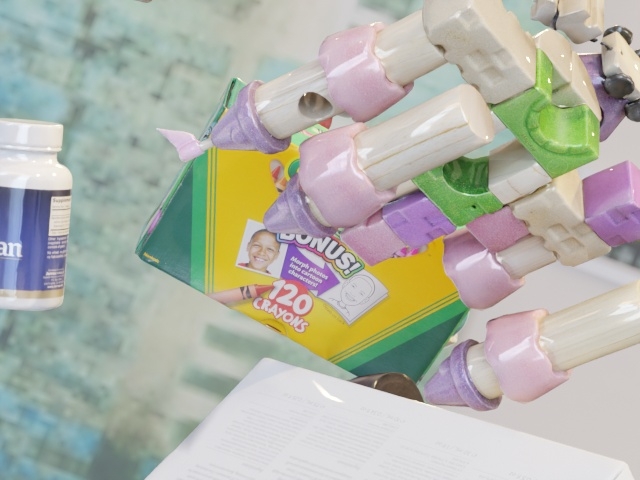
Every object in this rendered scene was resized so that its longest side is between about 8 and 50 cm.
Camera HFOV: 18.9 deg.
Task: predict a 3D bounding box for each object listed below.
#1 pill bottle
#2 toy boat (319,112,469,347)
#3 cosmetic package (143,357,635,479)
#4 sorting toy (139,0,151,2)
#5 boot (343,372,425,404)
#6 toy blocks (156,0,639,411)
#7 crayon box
[{"bbox_3d":[-0.277,-0.025,1.764,0.094,0.169,0.094,5,5,0],"label":"pill bottle"},{"bbox_3d":[0.066,-0.034,2.006,0.318,0.148,0.267,56,9,-7],"label":"toy boat"},{"bbox_3d":[0.002,0.236,1.305,0.377,0.284,0.097,12,-43,50],"label":"cosmetic package"},{"bbox_3d":[-0.311,-0.352,1.912,0.307,0.229,0.041,10,39,4],"label":"sorting toy"},{"bbox_3d":[0.002,0.262,1.701,0.096,0.264,0.280,-13,-7,-36],"label":"boot"},{"bbox_3d":[0.073,-0.057,1.400,0.260,0.309,0.288,-25,-51,29],"label":"toy blocks"},{"bbox_3d":[0.000,0.000,1.688,0.278,0.165,0.081,29,22,-9],"label":"crayon box"}]
